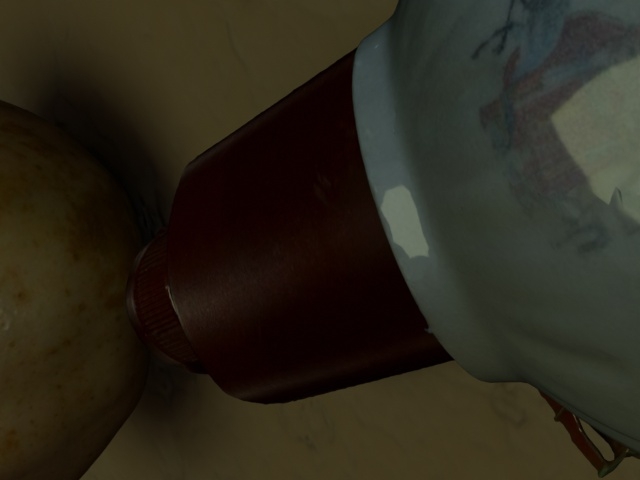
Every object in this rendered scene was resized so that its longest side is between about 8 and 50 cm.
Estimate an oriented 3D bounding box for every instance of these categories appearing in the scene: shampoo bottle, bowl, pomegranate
[{"bbox_3d":[0.000,0.000,0.616,0.260,0.064,0.102,156,104,-65],"label":"shampoo bottle"},{"bbox_3d":[0.060,-0.021,0.390,0.086,0.189,0.189,-20,91,18],"label":"bowl"},{"bbox_3d":[-0.173,0.034,0.807,0.207,0.207,0.207,36,136,43],"label":"pomegranate"}]

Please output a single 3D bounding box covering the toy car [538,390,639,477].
[{"bbox_3d":[0.099,0.016,0.511,0.059,0.035,0.122,58,150,25],"label":"toy car"}]
